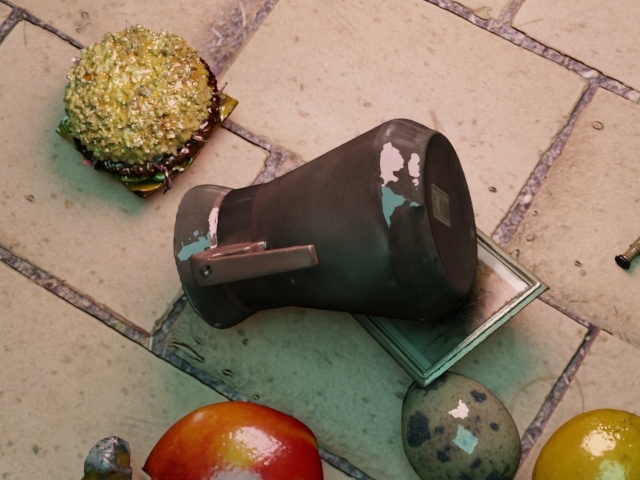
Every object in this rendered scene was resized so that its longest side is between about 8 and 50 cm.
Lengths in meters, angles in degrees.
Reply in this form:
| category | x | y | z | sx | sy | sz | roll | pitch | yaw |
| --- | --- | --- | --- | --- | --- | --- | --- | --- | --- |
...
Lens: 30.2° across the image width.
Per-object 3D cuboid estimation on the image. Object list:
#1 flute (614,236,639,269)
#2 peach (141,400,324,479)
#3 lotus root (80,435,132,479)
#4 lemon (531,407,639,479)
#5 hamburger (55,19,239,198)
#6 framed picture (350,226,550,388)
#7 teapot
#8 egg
| category | x | y | z | sx | sy | sz | roll | pitch | yaw |
| --- | --- | --- | --- | --- | --- | --- | --- | --- | --- |
| flute | 0.493 | -0.045 | 1.627 | 0.233 | 0.027 | 0.027 | -42 | 71 | -9 |
| peach | -0.110 | 0.305 | 1.474 | 0.226 | 0.190 | 0.196 | -5 | 114 | -4 |
| lotus root | -0.297 | 0.408 | 1.485 | 0.158 | 0.140 | 0.322 | 4 | 62 | 33 |
| lemon | 0.343 | 0.298 | 1.438 | 0.173 | 0.173 | 0.206 | 40 | 74 | 17 |
| hamburger | -0.255 | -0.192 | 1.694 | 0.261 | 0.139 | 0.243 | 34 | 76 | 17 |
| framed picture | 0.137 | 0.050 | 1.577 | 0.217 | 0.017 | 0.274 | -39 | 48 | -9 |
| teapot | 0.000 | 0.000 | 1.490 | 0.344 | 0.300 | 0.253 | -12 | 94 | 24 |
| egg | 0.172 | 0.245 | 1.496 | 0.141 | 0.141 | 0.182 | -30 | 61 | -6 |
